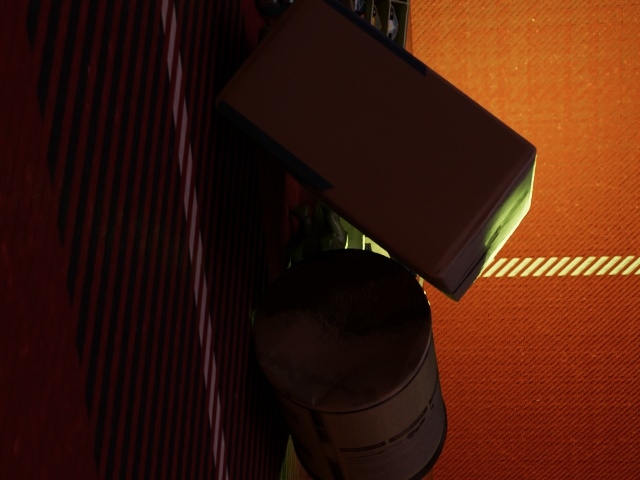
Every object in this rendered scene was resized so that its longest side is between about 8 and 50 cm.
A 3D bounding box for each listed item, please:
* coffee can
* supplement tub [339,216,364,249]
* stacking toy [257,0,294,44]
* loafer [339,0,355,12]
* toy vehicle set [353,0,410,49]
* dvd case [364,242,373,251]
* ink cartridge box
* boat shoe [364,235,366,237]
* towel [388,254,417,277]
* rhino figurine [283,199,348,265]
[{"bbox_3d":[0.043,0.165,1.418,0.275,0.201,0.202,75,16,-57],"label":"coffee can"},{"bbox_3d":[0.031,-0.026,1.797,0.071,0.071,0.107,53,37,-75],"label":"supplement tub"},{"bbox_3d":[-0.045,-0.269,1.431,0.221,0.052,0.167,55,33,-71],"label":"stacking toy"},{"bbox_3d":[0.014,-0.269,1.623,0.092,0.101,0.269,52,37,-66],"label":"loafer"},{"bbox_3d":[0.088,-0.444,1.970,0.166,0.035,0.267,-3,100,-49],"label":"toy vehicle set"},{"bbox_3d":[0.067,0.064,1.986,0.087,0.013,0.120,-3,76,-49],"label":"dvd case"},{"bbox_3d":[0.079,-0.087,1.328,0.166,0.285,0.395,-52,169,0],"label":"ink cartridge box"},{"bbox_3d":[0.078,-0.109,2.104,0.065,0.075,0.206,-59,142,-68],"label":"boat shoe"},{"bbox_3d":[0.074,-0.093,1.821,0.209,0.034,0.285,75,-11,-53],"label":"towel"},{"bbox_3d":[0.000,0.000,1.591,0.243,0.073,0.106,-77,160,-62],"label":"rhino figurine"}]
